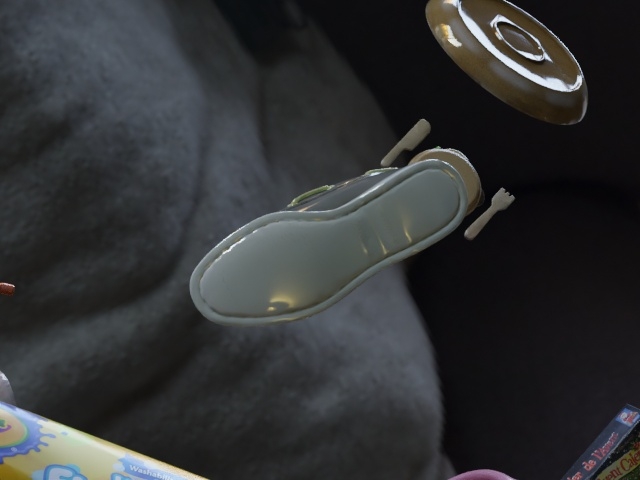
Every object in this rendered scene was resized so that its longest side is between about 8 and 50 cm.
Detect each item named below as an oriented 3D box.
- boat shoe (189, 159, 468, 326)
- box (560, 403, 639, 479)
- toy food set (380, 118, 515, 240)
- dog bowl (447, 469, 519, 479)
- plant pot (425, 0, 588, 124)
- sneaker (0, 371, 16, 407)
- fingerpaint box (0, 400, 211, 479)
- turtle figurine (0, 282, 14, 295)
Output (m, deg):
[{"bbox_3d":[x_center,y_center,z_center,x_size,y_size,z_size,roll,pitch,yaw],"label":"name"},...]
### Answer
[{"bbox_3d":[0.002,0.004,1.508,0.109,0.305,0.091,69,-19,-8],"label":"boat shoe"},{"bbox_3d":[0.356,0.339,1.840,0.159,0.233,0.044,47,-10,-25],"label":"box"},{"bbox_3d":[0.190,-0.086,2.320,0.192,0.132,0.038,42,-27,8],"label":"toy food set"},{"bbox_3d":[0.216,0.526,2.306,0.150,0.408,0.408,44,21,-17],"label":"dog bowl"},{"bbox_3d":[0.235,-0.232,1.824,0.236,0.032,0.236,26,32,-18],"label":"plant pot"},{"bbox_3d":[-0.444,0.324,1.928,0.121,0.108,0.302,-11,94,-31],"label":"sneaker"},{"bbox_3d":[-0.245,0.348,1.355,0.445,0.163,0.371,22,31,-2],"label":"fingerpaint box"},{"bbox_3d":[-0.342,-0.006,1.308,0.269,0.087,0.217,44,1,-33],"label":"turtle figurine"}]
